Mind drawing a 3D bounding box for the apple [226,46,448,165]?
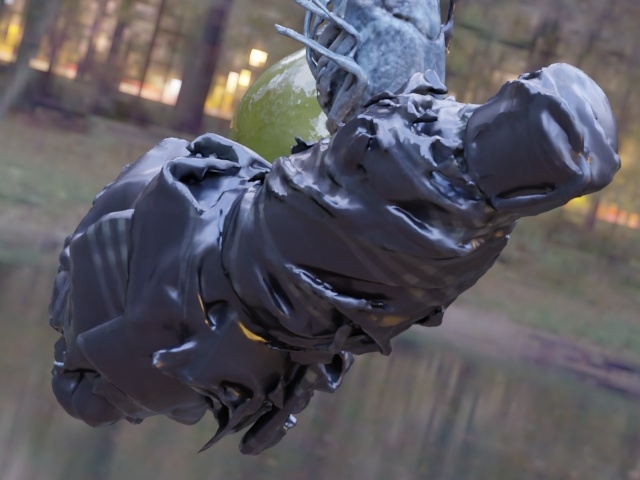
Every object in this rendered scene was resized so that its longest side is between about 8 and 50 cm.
[{"bbox_3d":[0.027,-0.091,2.088,0.292,0.292,0.254,15,44,-2],"label":"apple"}]

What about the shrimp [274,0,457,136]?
[{"bbox_3d":[0.047,-0.125,1.584,0.166,0.411,0.221,-14,-11,35],"label":"shrimp"}]

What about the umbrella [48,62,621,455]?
[{"bbox_3d":[-0.003,-0.011,0.795,0.128,0.154,0.336,2,-30,-43],"label":"umbrella"}]
